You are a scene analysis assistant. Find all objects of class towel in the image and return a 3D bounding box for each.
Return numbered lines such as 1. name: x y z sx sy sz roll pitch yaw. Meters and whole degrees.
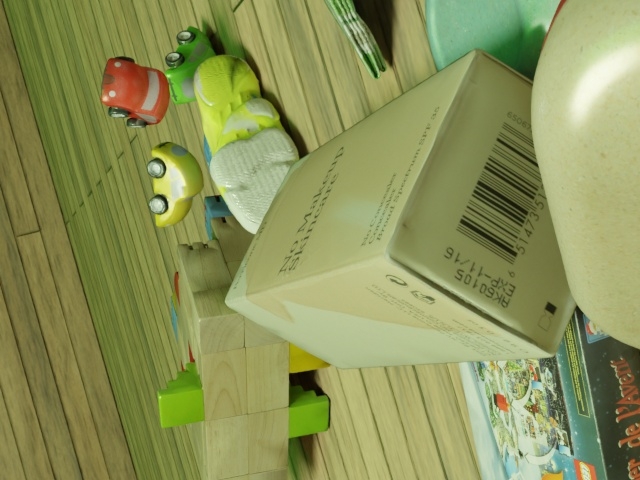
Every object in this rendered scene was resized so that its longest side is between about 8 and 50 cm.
1. towel: 0.005 -0.209 0.782 0.152 0.023 0.113 52 -170 -53

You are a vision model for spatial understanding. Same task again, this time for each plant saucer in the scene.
1. plant saucer: 0.113 -0.142 0.645 0.195 0.037 0.195 47 145 47

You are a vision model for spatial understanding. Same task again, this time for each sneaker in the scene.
1. sneaker: -0.076 -0.083 1.069 0.126 0.091 0.240 91 166 -55

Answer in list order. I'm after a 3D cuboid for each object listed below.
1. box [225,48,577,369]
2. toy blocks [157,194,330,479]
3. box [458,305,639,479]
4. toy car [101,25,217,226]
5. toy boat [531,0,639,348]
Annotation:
1. box: 0.053 0.000 0.691 0.148 0.121 0.311 -65 16 -18
2. toy blocks: -0.116 0.124 1.209 0.261 0.191 0.381 -117 23 -53
3. box: 0.165 0.143 0.694 0.159 0.044 0.233 5 109 66
4. toy car: -0.158 -0.160 1.129 0.239 0.053 0.225 77 -156 -48
5. toy boat: 0.181 -0.055 0.426 0.151 0.151 0.231 6 147 26
